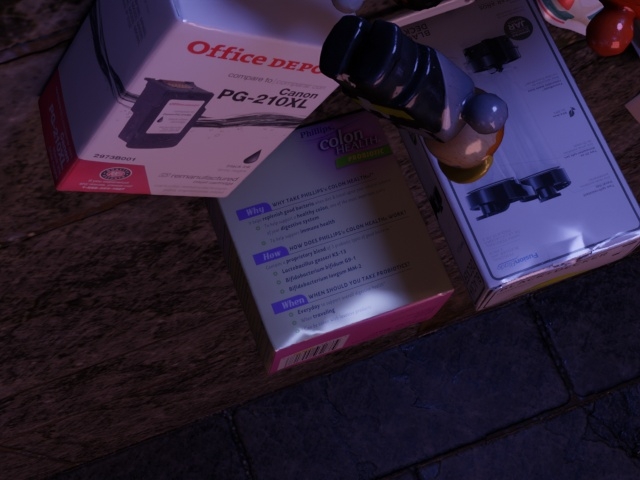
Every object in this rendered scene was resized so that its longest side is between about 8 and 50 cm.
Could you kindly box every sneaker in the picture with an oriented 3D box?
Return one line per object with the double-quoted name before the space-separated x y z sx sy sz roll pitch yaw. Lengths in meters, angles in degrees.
"sneaker" 0.293 -0.255 0.939 0.161 0.057 0.075 -2 160 -41

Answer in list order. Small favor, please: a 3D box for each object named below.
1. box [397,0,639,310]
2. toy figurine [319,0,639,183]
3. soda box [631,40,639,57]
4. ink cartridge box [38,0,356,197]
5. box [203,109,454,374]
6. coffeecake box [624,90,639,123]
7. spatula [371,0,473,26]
"box" 0.178 -0.095 0.894 0.169 0.289 0.087 -20 163 -7
"toy figurine" 0.101 -0.160 0.502 0.210 0.213 0.148 -32 146 29
"soda box" 0.458 -0.286 1.025 0.074 0.069 0.216 -4 155 -44
"ink cartridge box" -0.103 -0.134 0.736 0.172 0.100 0.237 0 153 -38
"box" 0.000 0.000 1.046 0.214 0.242 0.117 -18 163 -14
"coffeecake box" 0.499 -0.220 1.169 0.185 0.068 0.142 -37 178 -45
"spatula" 0.036 -0.222 0.810 0.242 0.019 0.168 -21 158 -5
